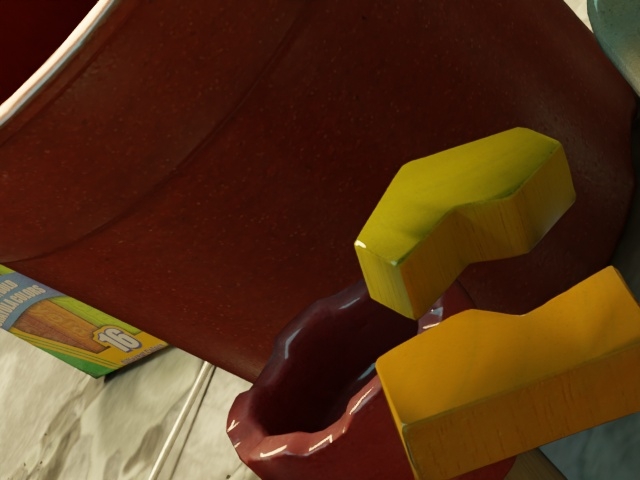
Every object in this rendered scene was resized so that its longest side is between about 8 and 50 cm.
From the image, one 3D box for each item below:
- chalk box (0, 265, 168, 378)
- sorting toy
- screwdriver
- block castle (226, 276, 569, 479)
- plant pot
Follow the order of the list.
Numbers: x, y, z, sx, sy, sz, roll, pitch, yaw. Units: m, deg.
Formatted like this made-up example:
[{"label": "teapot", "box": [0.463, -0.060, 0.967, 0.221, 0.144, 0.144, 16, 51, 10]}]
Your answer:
[{"label": "chalk box", "box": [-0.163, -0.036, 1.093, 0.132, 0.213, 0.132, -26, 41, 52]}, {"label": "sorting toy", "box": [0.154, -0.031, 0.501, 0.307, 0.041, 0.229, -19, 32, 0]}, {"label": "screwdriver", "box": [-0.084, 0.115, 1.009, 0.025, 0.024, 0.170, 95, -160, -75]}, {"label": "block castle", "box": [-0.032, 0.201, 0.445, 0.303, 0.213, 0.453, -39, 21, 9]}, {"label": "plant pot", "box": [-0.031, -0.067, 0.766, 0.272, 0.265, 0.272, -29, 43, 31]}]
